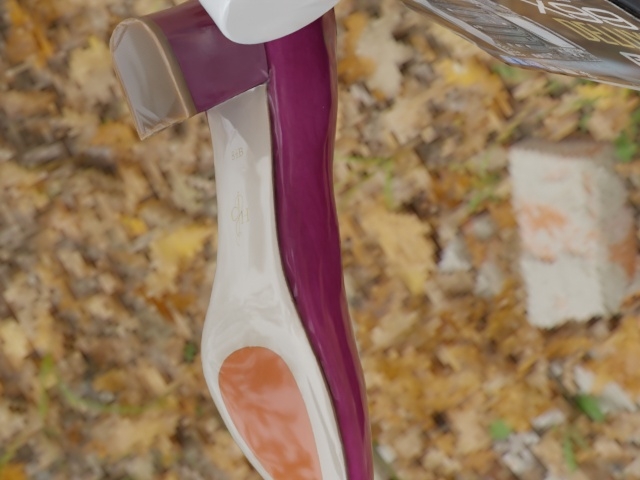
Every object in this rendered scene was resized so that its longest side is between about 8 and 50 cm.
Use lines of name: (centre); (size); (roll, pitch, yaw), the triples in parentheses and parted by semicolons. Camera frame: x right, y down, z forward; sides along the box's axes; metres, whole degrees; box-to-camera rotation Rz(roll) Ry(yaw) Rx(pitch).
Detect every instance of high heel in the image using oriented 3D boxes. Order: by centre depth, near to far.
high heel: (0.000, 0.000, 1.193); (0.127, 0.181, 0.377); (-6, 105, 48)

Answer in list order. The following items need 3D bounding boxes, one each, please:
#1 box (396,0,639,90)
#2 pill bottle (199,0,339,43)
box: (0.144, -0.172, 1.135); (0.307, 0.242, 0.076); (22, 88, 55)
pill bottle: (-0.075, -0.238, 1.028); (0.245, 0.136, 0.136); (57, 144, 18)
